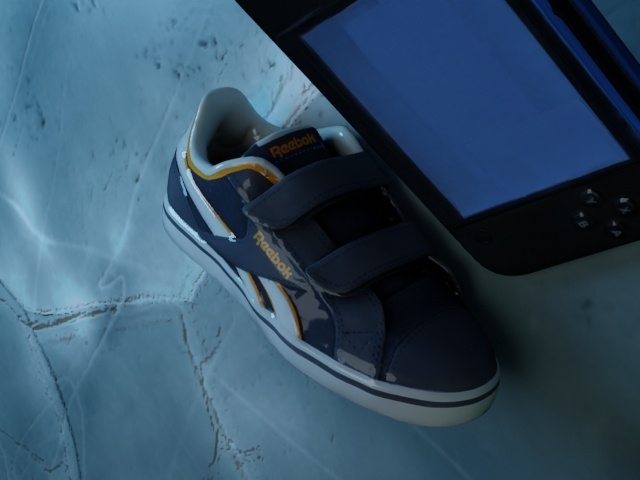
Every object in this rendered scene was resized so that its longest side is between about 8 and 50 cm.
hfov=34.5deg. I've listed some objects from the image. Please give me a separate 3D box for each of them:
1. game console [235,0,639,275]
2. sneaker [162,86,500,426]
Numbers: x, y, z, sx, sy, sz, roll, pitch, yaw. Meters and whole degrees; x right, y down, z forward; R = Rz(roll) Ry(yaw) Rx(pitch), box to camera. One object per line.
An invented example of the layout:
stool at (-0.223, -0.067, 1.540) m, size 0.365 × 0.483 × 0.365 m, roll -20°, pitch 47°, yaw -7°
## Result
game console at (0.090, -0.054, 0.529) m, size 0.250 × 0.173 × 0.293 m, roll -22°, pitch 122°, yaw 43°
sneaker at (0.000, 0.000, 0.738) m, size 0.321 × 0.126 × 0.127 m, roll 35°, pitch 128°, yaw 31°
